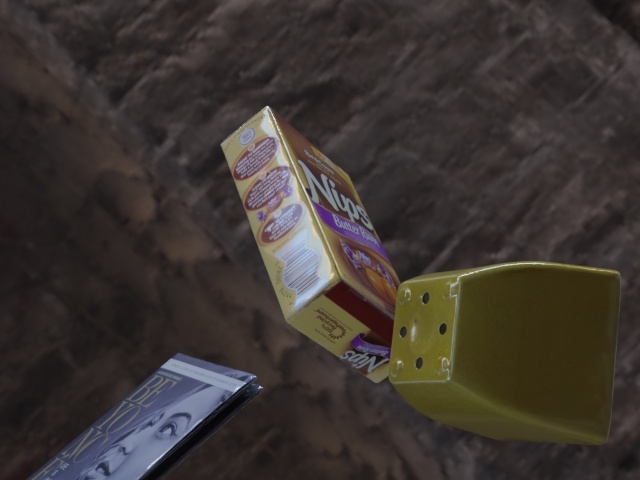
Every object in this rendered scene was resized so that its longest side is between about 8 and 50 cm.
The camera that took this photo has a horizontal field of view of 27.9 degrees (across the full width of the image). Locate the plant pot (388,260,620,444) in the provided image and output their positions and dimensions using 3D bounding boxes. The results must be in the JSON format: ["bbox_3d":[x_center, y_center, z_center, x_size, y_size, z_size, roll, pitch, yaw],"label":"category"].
[{"bbox_3d":[0.079,0.048,0.601,0.081,0.083,0.081,-11,68,57],"label":"plant pot"}]

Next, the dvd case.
[{"bbox_3d":[-0.161,0.169,1.000,0.221,0.018,0.164,-39,18,-20],"label":"dvd case"}]

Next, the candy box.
[{"bbox_3d":[0.000,0.000,0.914,0.053,0.187,0.109,-39,-45,14],"label":"candy box"}]
